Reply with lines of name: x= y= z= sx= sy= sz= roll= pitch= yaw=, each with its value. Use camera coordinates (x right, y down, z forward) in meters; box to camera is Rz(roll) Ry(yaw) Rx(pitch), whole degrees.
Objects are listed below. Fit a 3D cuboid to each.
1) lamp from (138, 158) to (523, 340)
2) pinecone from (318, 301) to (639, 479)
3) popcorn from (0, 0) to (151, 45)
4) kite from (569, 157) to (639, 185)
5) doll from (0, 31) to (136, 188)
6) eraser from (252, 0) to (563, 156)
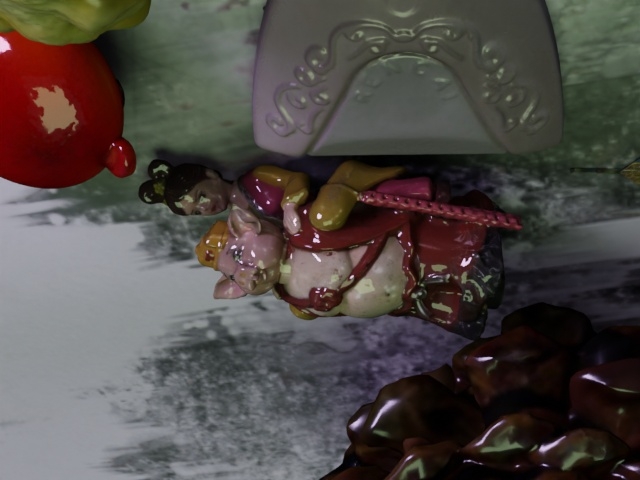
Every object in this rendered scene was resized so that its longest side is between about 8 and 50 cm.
lamp: x=0.000 y=0.000 z=0.996 sx=0.253 sy=0.118 sz=0.118 roll=10 pitch=136 yaw=-8
pinecone: x=0.175 y=0.237 z=1.058 sx=0.397 sy=0.398 sz=0.398 roll=3 pitch=137 yaw=2
popcorn: x=-0.152 y=-0.217 z=0.676 sx=0.237 sy=0.293 sz=0.293 roll=17 pitch=141 yaw=23
kite: x=0.214 y=-0.051 z=1.000 sx=0.078 sy=0.002 sz=0.044 roll=15 pitch=136 yaw=-11
doll: x=-0.207 y=-0.108 z=0.925 sx=0.217 sy=0.085 sz=0.183 roll=21 pitch=135 yaw=8
eraser: x=0.048 y=-0.136 z=0.881 sx=0.204 sy=0.059 sz=0.243 roll=-1 pitch=141 yaw=6
